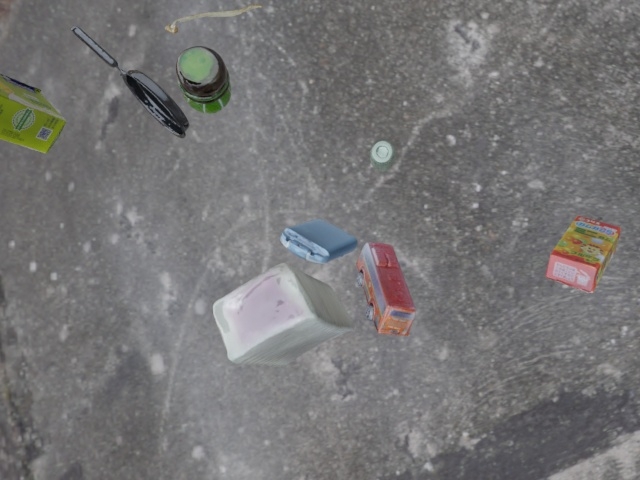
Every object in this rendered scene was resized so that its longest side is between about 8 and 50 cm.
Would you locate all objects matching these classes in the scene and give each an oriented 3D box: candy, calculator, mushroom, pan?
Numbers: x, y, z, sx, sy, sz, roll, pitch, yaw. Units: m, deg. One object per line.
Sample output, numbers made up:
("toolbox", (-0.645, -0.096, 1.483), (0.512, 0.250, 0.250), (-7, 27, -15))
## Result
("candy", (-0.073, 0.169, 1.595), (0.208, 0.358, 0.145), (-28, 73, 10))
("calculator", (0.000, 0.000, 1.592), (0.121, 0.210, 0.039), (30, 112, 18))
("candy", (0.345, 0.016, 0.958), (0.062, 0.122, 0.038), (20, 128, 27))
("mushroom", (-0.243, -0.521, 1.692), (0.026, 0.286, 0.028), (0, 114, 46))
("pan", (-0.287, -0.248, 1.135), (0.028, 0.235, 0.136), (-50, 33, -10))

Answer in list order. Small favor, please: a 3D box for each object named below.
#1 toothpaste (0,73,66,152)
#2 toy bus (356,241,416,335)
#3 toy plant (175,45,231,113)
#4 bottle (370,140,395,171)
("toothpaste", (-0.573, -0.237, 1.182), (0.110, 0.327, 0.077), (44, 103, 28))
("toy bus", (0.109, 0.078, 1.239), (0.192, 0.065, 0.077), (-104, 26, -52))
("toy plant", (-0.208, -0.283, 1.319), (0.162, 0.092, 0.093), (91, 169, -80))
("bottle", (0.074, -0.101, 0.876), (0.030, 0.083, 0.030), (0, 90, 5))
